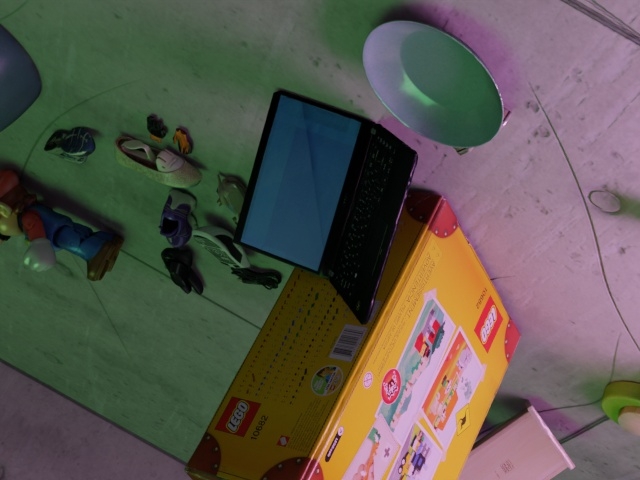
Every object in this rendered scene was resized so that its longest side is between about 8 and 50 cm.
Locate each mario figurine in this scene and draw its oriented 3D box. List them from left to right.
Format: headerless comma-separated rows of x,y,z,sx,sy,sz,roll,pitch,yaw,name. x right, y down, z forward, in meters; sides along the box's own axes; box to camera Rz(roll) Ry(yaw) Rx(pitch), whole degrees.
-0.559,-0.008,2.416,0.320,0.170,0.198,27,157,1,mario figurine

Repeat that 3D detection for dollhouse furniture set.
0.301,0.345,2.305,0.286,0.198,0.303,55,-177,-4,dollhouse furniture set

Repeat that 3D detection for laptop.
-0.001,-0.051,1.640,0.136,0.234,0.264,11,-165,-18,laptop

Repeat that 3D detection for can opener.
-0.268,0.064,2.376,0.059,0.073,0.186,15,161,11,can opener

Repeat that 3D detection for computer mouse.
-0.155,0.021,2.201,0.106,0.042,0.193,13,156,40,computer mouse

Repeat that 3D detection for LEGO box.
0.072,0.227,1.808,0.193,0.500,0.372,8,147,36,LEGO box

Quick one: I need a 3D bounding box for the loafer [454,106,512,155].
0.192,-0.140,1.536,0.039,0.045,0.125,40,156,-7,loafer

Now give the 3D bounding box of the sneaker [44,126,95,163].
-0.420,-0.161,2.134,0.058,0.052,0.135,36,163,-37,sneaker

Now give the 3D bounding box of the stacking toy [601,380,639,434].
0.577,0.336,1.921,0.309,0.130,0.279,39,153,-20,stacking toy

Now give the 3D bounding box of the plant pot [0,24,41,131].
-0.631,-0.250,2.003,0.290,0.195,0.290,23,154,12,plant pot

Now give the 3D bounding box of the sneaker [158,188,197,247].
-0.263,-0.029,2.180,0.068,0.071,0.170,26,155,7,sneaker

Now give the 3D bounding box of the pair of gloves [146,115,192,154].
-0.241,-0.168,1.969,0.083,0.010,0.074,27,156,11,pair of gloves

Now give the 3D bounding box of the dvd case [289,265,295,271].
0.000,0.000,2.010,0.179,0.030,0.239,15,152,28,dvd case

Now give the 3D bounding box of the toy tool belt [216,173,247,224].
-0.144,-0.070,2.017,0.051,0.052,0.083,49,171,45,toy tool belt

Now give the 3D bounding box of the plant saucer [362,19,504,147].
0.140,-0.195,1.474,0.195,0.037,0.195,28,151,17,plant saucer

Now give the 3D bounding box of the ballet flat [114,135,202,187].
-0.272,-0.130,2.023,0.168,0.057,0.052,17,143,22,ballet flat
